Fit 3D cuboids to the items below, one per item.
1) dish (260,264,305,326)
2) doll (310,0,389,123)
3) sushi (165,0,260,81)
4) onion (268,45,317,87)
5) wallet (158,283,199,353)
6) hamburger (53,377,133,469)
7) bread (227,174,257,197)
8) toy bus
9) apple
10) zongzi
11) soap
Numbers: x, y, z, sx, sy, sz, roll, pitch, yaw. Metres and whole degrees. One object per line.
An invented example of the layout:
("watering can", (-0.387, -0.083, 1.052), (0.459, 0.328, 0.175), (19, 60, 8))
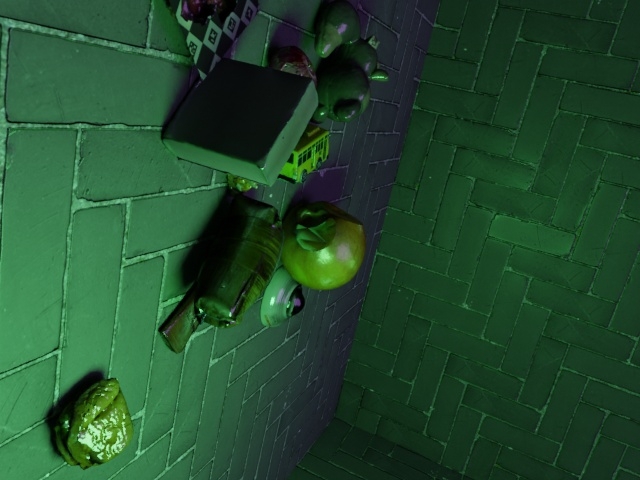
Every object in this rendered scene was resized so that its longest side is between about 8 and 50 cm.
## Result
("dish", (-0.128, 0.249, 2.229), (0.273, 0.133, 0.273), (18, 90, -72))
("doll", (0.053, -0.609, 1.913), (0.378, 0.252, 0.382), (45, 57, -33))
("sushi", (-0.262, -0.572, 1.222), (0.292, 0.059, 0.294), (-62, 159, -24))
("onion", (-0.088, -0.506, 1.635), (0.177, 0.153, 0.177), (-14, 107, -56))
("wallet", (-0.390, 0.217, 1.625), (0.137, 0.031, 0.255), (81, 31, -47))
("hamburger", (-0.537, 0.447, 1.289), (0.183, 0.130, 0.206), (-50, 149, -52))
("bread", (-0.235, -0.214, 1.623), (0.152, 0.127, 0.147), (-40, -162, 56))
("toy bus", (-0.071, -0.313, 1.878), (0.262, 0.128, 0.150), (-47, 149, -50))
("apple", (0.000, 0.000, 2.107), (0.374, 0.374, 0.384), (65, 16, -63))
("zongzi", (-0.256, 0.129, 1.671), (0.432, 0.207, 0.403), (106, 4, -62))
("soap", (-0.194, -0.299, 1.305), (0.285, 0.296, 0.107), (-62, 159, -22))
